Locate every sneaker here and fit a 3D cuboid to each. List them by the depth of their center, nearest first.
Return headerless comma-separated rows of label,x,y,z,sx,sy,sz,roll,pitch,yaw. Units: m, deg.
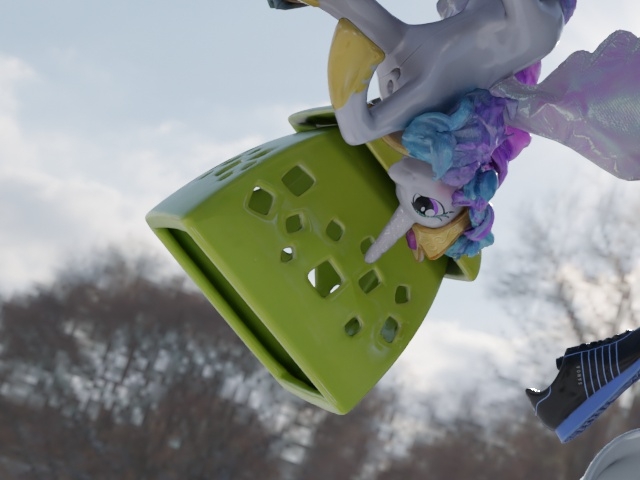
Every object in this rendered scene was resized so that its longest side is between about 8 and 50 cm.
sneaker,0.370,0.157,2.025,0.090,0.232,0.081,49,8,19

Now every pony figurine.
pony figurine,0.136,-0.159,1.177,0.303,0.351,0.363,51,-5,38

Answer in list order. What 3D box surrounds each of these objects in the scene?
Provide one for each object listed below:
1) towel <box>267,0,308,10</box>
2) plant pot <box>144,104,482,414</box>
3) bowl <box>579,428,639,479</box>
towel,0.086,-0.376,1.607,0.370,0.271,0.040,-13,-30,-14
plant pot,0.000,0.000,1.411,0.227,0.207,0.228,52,-10,-11
bowl,0.331,0.348,1.569,0.298,0.298,0.134,24,-35,-23
